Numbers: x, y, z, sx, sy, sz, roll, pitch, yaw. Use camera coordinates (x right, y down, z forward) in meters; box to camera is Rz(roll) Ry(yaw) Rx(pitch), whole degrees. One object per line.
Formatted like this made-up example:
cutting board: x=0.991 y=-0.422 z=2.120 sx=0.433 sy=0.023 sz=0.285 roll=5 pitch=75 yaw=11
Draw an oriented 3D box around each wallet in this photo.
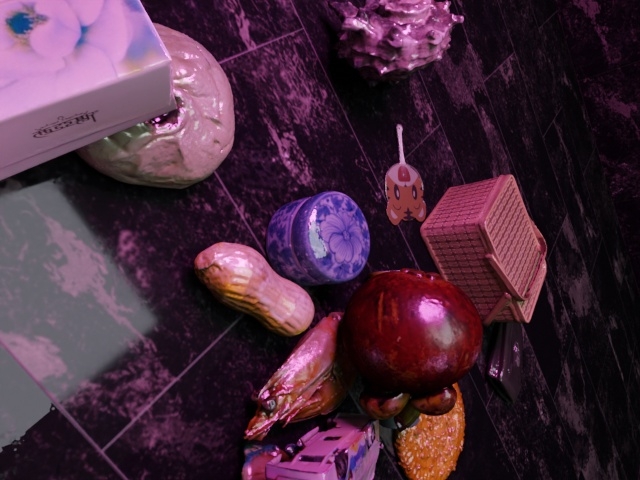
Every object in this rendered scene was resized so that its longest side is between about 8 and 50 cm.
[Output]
wallet: x=0.526 y=0.307 z=1.216 sx=0.168 sy=0.052 sz=0.245 roll=49 pitch=51 yaw=-32

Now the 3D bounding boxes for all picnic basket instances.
picnic basket: x=0.413 y=0.029 z=1.057 sx=0.228 sy=0.175 sz=0.312 roll=-47 pitch=116 yaw=-38

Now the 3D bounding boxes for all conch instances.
conch: x=0.155 y=-0.397 z=0.835 sx=0.313 sy=0.241 sz=0.186 roll=-28 pitch=117 yaw=-56

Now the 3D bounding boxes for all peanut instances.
peanut: x=-0.088 y=0.071 z=0.631 sx=0.207 sy=0.087 sz=0.087 roll=40 pitch=58 yaw=-33

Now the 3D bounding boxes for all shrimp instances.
shrimp: x=-0.014 y=0.223 z=0.699 sx=0.294 sy=0.062 sz=0.153 roll=-27 pitch=108 yaw=-44

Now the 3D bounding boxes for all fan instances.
fan: x=0.184 y=-0.148 z=0.979 sx=0.153 sy=0.008 sz=0.226 roll=-5 pitch=88 yaw=-43

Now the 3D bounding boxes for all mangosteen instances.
mangosteen: x=0.136 y=0.173 z=0.689 sx=0.215 sy=0.215 sz=0.257 roll=10 pitch=89 yaw=-43

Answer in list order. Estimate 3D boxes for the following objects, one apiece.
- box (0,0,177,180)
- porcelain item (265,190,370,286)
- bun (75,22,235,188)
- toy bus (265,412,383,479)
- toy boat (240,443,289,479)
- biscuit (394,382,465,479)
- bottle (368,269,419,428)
box: x=-0.285 y=-0.218 z=0.385 sx=0.203 sy=0.116 sz=0.274 roll=-28 pitch=92 yaw=-17
porcelain item: x=0.000 y=0.000 z=0.706 sx=0.147 sy=0.114 sz=0.147 roll=10 pitch=76 yaw=-43
bun: x=-0.198 y=-0.169 z=0.544 sx=0.221 sy=0.108 sz=0.221 roll=8 pitch=78 yaw=-43
toy bus: x=0.018 y=0.322 z=0.621 sx=0.274 sy=0.090 sz=0.112 roll=19 pitch=71 yaw=-67
toy boat: x=-0.064 y=0.433 z=0.596 sx=0.108 sy=0.099 sz=0.292 roll=24 pitch=65 yaw=-68
biscuit: x=0.241 y=0.393 z=0.934 sx=0.254 sy=0.035 sz=0.253 roll=9 pitch=77 yaw=-43
bottle: x=0.139 y=0.201 z=0.832 sx=0.082 sy=0.082 sz=0.285 roll=2 pitch=82 yaw=-44
